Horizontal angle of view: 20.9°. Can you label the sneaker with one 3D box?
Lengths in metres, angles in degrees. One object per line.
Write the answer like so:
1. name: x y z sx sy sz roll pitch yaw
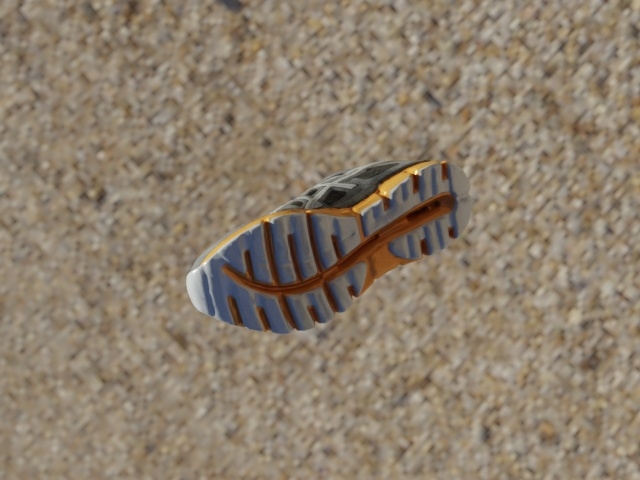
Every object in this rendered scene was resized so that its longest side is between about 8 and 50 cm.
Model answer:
1. sneaker: 0.000 0.000 1.188 0.083 0.215 0.084 23 128 55
